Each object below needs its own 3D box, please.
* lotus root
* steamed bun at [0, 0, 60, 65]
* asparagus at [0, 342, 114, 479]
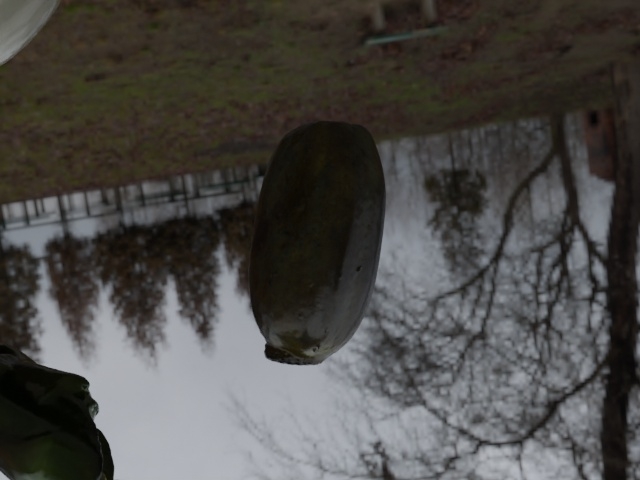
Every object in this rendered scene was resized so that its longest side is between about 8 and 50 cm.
[{"bbox_3d":[0.000,0.000,0.996,0.123,0.241,0.124,1,171,25],"label":"lotus root"},{"bbox_3d":[-0.298,-0.302,0.749,0.241,0.374,0.374,-22,-173,1],"label":"steamed bun"},{"bbox_3d":[-0.204,0.079,0.600,0.287,0.080,0.080,20,-159,28],"label":"asparagus"}]
